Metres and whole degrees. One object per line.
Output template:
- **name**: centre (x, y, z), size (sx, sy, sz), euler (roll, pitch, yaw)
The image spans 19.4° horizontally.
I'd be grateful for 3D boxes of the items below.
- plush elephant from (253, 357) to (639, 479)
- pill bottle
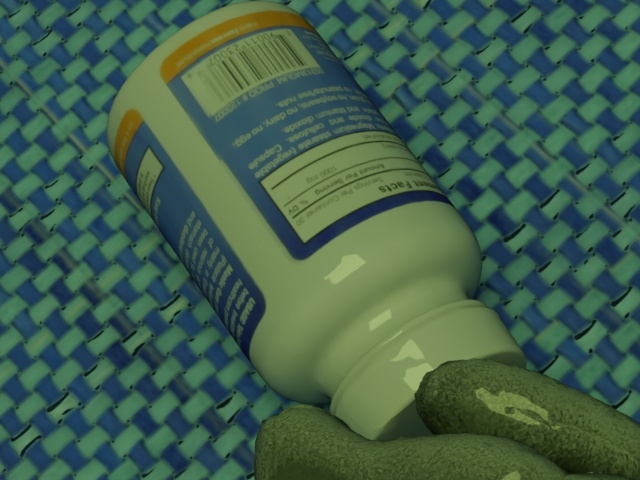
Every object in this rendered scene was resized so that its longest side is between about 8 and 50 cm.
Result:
- **plush elephant**: centre (0.164, 0.173, 0.950), size (0.330, 0.255, 0.271), euler (-22, 80, 27)
- **pill bottle**: centre (0.000, 0.000, 1.112), size (0.152, 0.152, 0.272), euler (-34, 65, -3)
